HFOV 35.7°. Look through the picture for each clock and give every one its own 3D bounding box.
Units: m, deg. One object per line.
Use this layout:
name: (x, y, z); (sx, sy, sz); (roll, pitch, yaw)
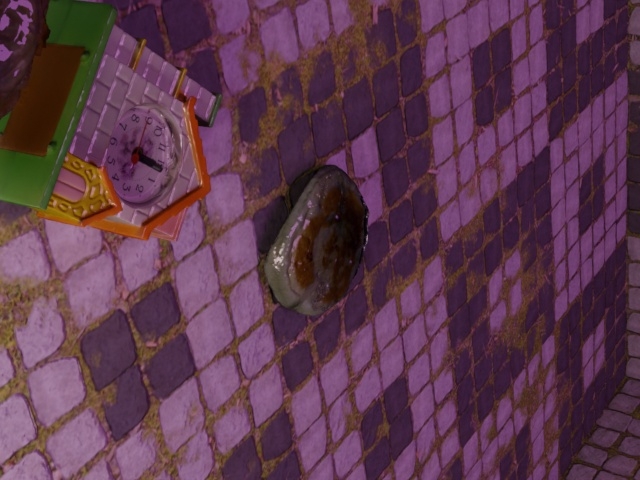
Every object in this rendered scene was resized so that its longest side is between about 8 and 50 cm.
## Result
clock: (-0.219, -0.108, 1.101); (0.255, 0.106, 0.220); (29, 76, -55)

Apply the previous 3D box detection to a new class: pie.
pie: (0.000, 0.000, 1.505); (0.240, 0.054, 0.240); (-27, 124, -51)

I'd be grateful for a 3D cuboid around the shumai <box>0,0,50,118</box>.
shumai: (-0.366, -0.202, 0.730); (0.346, 0.217, 0.283); (-51, 148, -1)
